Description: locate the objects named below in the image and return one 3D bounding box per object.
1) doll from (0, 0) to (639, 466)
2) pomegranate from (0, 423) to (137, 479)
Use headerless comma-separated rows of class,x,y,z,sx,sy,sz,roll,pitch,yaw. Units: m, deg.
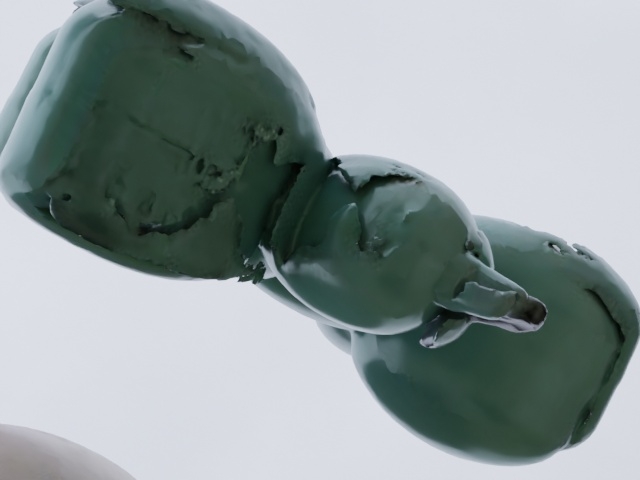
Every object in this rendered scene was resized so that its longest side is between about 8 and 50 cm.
doll,0.000,0.000,0.446,0.158,0.159,0.059,28,-94,-5
pomegranate,-0.108,0.155,0.464,0.252,0.229,0.270,5,-43,-48
